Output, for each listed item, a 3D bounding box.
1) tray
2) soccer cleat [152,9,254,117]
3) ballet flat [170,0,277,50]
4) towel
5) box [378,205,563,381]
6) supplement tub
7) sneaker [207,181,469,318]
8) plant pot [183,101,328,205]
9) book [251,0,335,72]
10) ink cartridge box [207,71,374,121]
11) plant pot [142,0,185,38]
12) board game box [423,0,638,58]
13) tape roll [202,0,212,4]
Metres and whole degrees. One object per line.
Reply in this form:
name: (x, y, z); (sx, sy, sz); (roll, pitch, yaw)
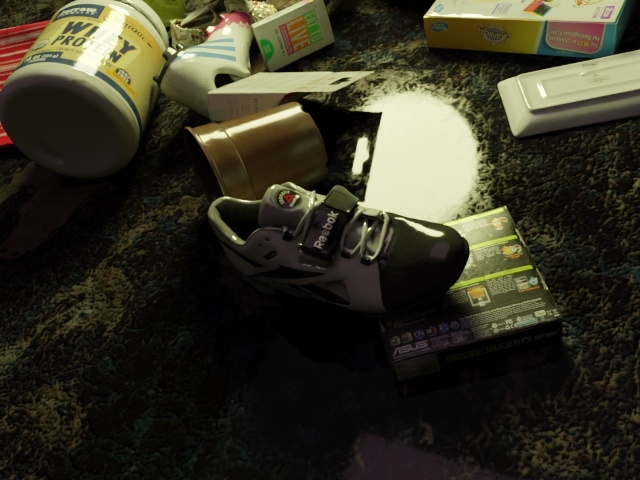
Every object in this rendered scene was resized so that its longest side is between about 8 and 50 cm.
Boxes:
tray: (0.411, -0.230, 0.917); (0.271, 0.030, 0.145); (-9, 45, 11)
soccer cleat: (-0.183, -0.330, 1.180); (0.143, 0.116, 0.331); (36, 41, -5)
ballet flat: (-0.212, -0.474, 1.333); (0.241, 0.077, 0.091); (-23, 44, -3)
towel: (-0.622, -0.314, 1.266); (0.199, 0.031, 0.274); (-3, 79, 16)
box: (0.155, 0.056, 0.725); (0.191, 0.045, 0.184); (-16, 42, 5)
supplement tub: (-0.406, -0.290, 1.119); (0.229, 0.228, 0.316); (-7, 47, 13)
sneaker: (0.000, 0.000, 0.719); (0.331, 0.146, 0.122); (0, 53, 33)
plant pot: (-0.088, -0.115, 0.901); (0.165, 0.166, 0.167); (-25, 44, -16)
book: (-0.052, -0.400, 1.192); (0.144, 0.096, 0.035); (-29, 46, -8)
ink cartridge box: (-0.045, -0.240, 1.025); (0.225, 0.056, 0.181); (8, 27, 23)
plant pot: (-0.421, -0.591, 1.416); (0.276, 0.276, 0.253); (-22, 57, -1)
board game box: (0.375, -0.420, 1.084); (0.317, 0.064, 0.242); (15, 54, 30)
tape roll: (-0.096, -0.627, 1.341); (0.392, 0.072, 0.392); (-23, 22, 10)
